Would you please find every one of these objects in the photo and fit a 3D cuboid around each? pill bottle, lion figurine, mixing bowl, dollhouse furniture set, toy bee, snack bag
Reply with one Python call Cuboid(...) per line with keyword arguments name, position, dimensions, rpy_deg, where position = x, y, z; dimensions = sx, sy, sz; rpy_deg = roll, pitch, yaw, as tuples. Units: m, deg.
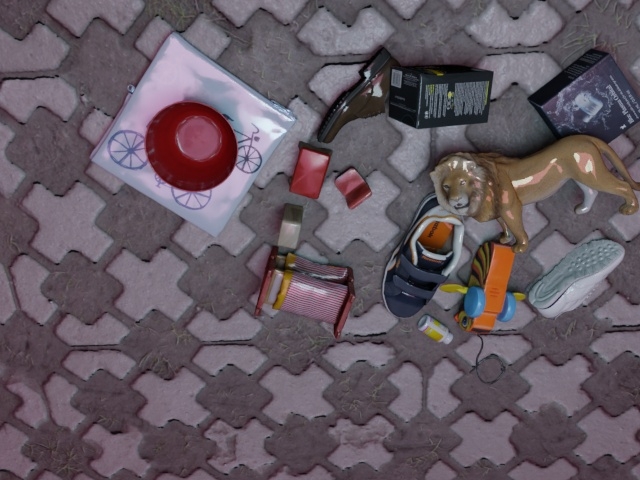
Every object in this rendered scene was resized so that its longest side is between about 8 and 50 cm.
Cuboid(name="pill bottle", position=(0.279, 0.217, 1.426), dimensions=(0.083, 0.043, 0.043), rpy_deg=(34, 109, -12))
Cuboid(name="lion figurine", position=(0.432, -0.122, 1.174), dimensions=(0.393, 0.142, 0.240), rpy_deg=(-23, 108, 8))
Cuboid(name="mixing bowl", position=(-0.252, -0.198, 1.191), dimensions=(0.182, 0.098, 0.181), rpy_deg=(-1, 112, -2))
Cuboid(name="dollhouse furniture set", position=(0.000, 0.000, 1.279), dimensions=(0.202, 0.152, 0.373), rpy_deg=(15, 112, -5))
Cuboid(name="toy bee", position=(0.355, 0.148, 1.353), dimensions=(0.195, 0.162, 0.298), rpy_deg=(31, 83, -11))
Cuboid(name="snack bag", position=(-0.271, -0.219, 1.254), dimensions=(0.323, 0.037, 0.342), rpy_deg=(33, 107, -13))

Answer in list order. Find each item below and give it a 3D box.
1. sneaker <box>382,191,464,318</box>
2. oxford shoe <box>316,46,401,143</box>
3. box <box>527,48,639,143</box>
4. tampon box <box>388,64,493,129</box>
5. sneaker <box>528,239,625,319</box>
Cuboid(name="sneaker", position=(0.223, 0.055, 1.316), dimensions=(0.126, 0.127, 0.320), rpy_deg=(13, 114, -6))
Cuboid(name="oxford shoe", position=(0.083, -0.274, 1.202), dimensions=(0.096, 0.082, 0.227), rpy_deg=(39, 108, -16))
Cuboid(name="box", position=(0.537, -0.271, 1.191), dimensions=(0.158, 0.093, 0.156), rpy_deg=(-38, 107, 16))
Cuboid(name="tampon box", position=(0.231, -0.284, 1.147), dimensions=(0.161, 0.120, 0.101), rpy_deg=(-9, 115, -21))
Cuboid(name="sneaker", position=(0.597, 0.091, 1.357), dimensions=(0.235, 0.090, 0.095), rpy_deg=(-40, 120, 20))
